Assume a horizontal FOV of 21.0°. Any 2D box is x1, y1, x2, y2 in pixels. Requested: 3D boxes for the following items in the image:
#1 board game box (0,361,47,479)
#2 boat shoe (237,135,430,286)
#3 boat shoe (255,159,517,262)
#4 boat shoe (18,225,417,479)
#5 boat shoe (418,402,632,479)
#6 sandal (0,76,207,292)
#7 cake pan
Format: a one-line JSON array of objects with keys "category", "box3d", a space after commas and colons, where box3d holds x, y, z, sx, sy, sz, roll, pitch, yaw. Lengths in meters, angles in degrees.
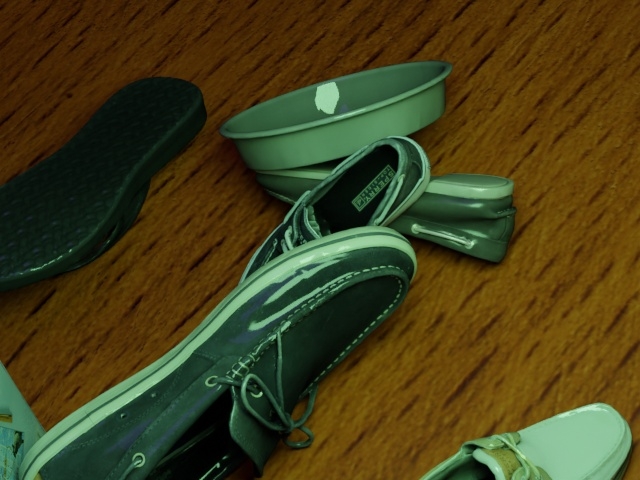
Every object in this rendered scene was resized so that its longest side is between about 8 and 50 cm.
[{"category": "board game box", "box3d": [-0.371, 0.249, 1.771, 0.066, 0.318, 0.318, -11, 47, 8]}, {"category": "boat shoe", "box3d": [0.000, 0.000, 1.943, 0.301, 0.102, 0.108, -44, 76, 14]}, {"category": "boat shoe", "box3d": [0.069, -0.037, 2.035, 0.335, 0.095, 0.112, 7, 13, 27]}, {"category": "boat shoe", "box3d": [-0.086, 0.171, 1.852, 0.500, 0.187, 0.156, -36, 55, -9]}, {"category": "boat shoe", "box3d": [0.189, 0.252, 1.744, 0.302, 0.103, 0.113, -33, 49, -13]}, {"category": "sandal", "box3d": [-0.286, -0.048, 2.163, 0.168, 0.107, 0.446, 17, 45, 30]}, {"category": "cake pan", "box3d": [0.024, -0.151, 2.088, 0.293, 0.054, 0.293, -15, 13, 4]}]
